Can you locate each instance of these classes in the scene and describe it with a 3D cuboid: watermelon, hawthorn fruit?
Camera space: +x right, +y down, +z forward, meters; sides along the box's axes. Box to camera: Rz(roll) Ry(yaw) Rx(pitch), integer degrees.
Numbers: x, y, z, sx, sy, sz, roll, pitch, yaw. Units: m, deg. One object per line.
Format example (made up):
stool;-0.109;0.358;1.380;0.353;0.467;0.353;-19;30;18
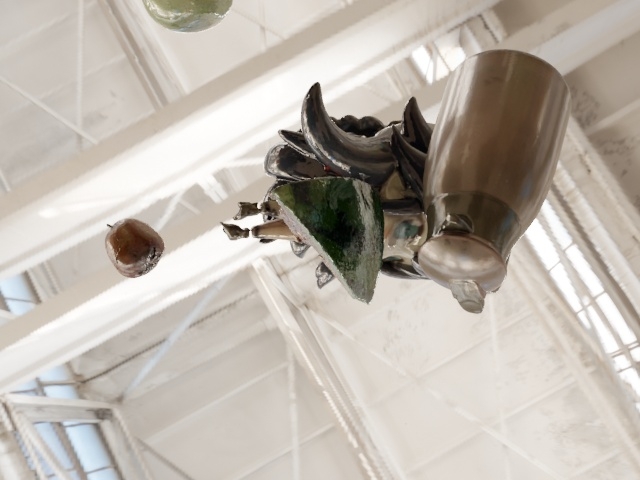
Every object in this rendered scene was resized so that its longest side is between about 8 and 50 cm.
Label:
watermelon;0.008;-0.004;0.661;0.080;0.155;0.101;-8;-112;7
hawthorn fruit;-0.235;0.008;1.065;0.077;0.077;0.077;-1;-102;6

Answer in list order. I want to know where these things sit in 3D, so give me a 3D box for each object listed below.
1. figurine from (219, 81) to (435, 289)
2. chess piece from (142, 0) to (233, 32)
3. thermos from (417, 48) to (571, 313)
figurine;0.050;-0.048;0.863;0.265;0.175;0.196;23;-102;-16
chess piece;-0.158;-0.336;0.888;0.133;0.133;0.243;-14;-96;3
thermos;0.134;-0.037;0.667;0.105;0.137;0.193;3;-129;23
